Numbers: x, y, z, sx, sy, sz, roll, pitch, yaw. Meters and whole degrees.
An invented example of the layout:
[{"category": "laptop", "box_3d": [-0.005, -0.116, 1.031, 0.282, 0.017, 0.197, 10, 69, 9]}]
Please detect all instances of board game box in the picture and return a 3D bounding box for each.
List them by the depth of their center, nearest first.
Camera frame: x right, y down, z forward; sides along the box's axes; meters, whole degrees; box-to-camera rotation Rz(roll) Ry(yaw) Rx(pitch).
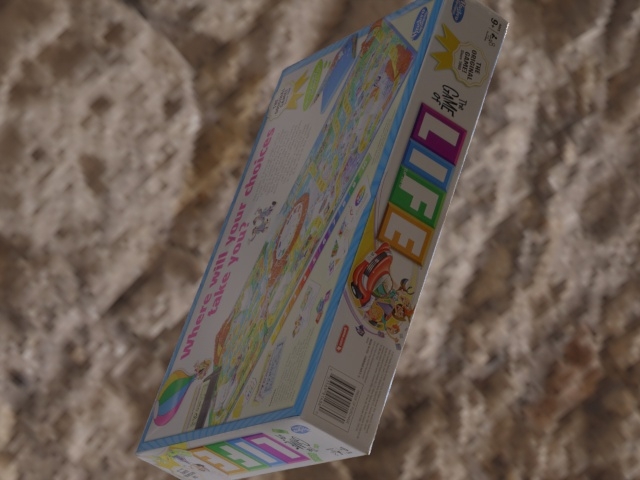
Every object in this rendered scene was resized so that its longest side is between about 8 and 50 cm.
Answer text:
[{"category": "board game box", "box_3d": [0.000, 0.000, 0.624, 0.103, 0.026, 0.154, -19, -135, 55]}]
